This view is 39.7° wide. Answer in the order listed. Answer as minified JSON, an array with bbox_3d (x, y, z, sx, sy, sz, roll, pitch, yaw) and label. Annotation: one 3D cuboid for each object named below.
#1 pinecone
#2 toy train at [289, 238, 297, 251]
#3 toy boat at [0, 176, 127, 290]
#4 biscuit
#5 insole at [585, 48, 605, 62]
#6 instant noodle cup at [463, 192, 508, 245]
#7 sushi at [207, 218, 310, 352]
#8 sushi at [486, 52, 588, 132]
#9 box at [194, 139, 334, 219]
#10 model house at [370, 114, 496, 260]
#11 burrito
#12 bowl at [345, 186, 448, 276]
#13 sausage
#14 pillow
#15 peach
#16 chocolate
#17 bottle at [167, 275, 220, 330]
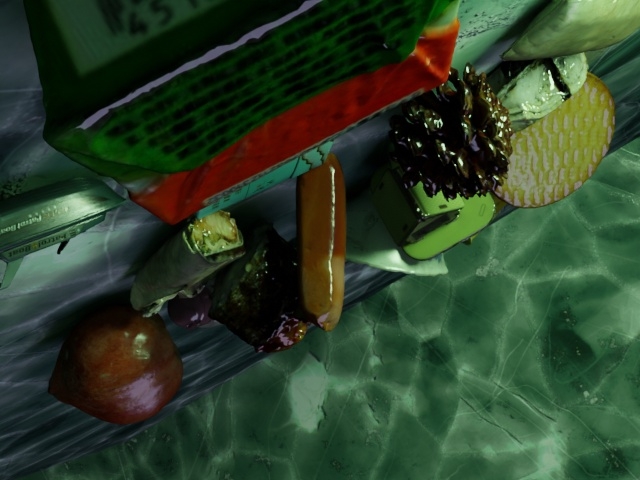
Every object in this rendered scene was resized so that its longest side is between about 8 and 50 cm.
[{"bbox_3d":[0.207,-0.161,1.421,0.221,0.221,0.221,-27,169,-6],"label":"pinecone"},{"bbox_3d":[-0.071,0.050,2.033,0.172,0.070,0.099,-34,157,22],"label":"toy train"},{"bbox_3d":[-0.333,-0.015,1.054,0.093,0.103,0.246,-5,-165,46],"label":"toy boat"},{"bbox_3d":[0.474,-0.208,1.840,0.318,0.040,0.318,-13,127,-17],"label":"biscuit"},{"bbox_3d":[0.504,-0.342,1.832,0.119,0.009,0.348,-20,166,-38],"label":"insole"},{"bbox_3d":[0.336,-0.110,2.002,0.153,0.205,0.205,-36,169,-2],"label":"instant noodle cup"},{"bbox_3d":[-0.090,0.082,1.617,0.196,0.182,0.343,-59,-168,8],"label":"sushi"},{"bbox_3d":[0.412,-0.277,1.640,0.273,0.109,0.134,-18,164,-43],"label":"sushi"},{"bbox_3d":[-0.086,-0.116,1.327,0.229,0.041,0.162,-25,168,-17],"label":"box"},{"bbox_3d":[0.186,-0.106,1.624,0.205,0.218,0.279,-31,164,8],"label":"model house"},{"bbox_3d":[-0.217,0.030,1.515,0.175,0.107,0.348,-40,179,-35],"label":"burrito"},{"bbox_3d":[0.133,-0.032,1.872,0.313,0.313,0.146,-3,108,-65],"label":"bowl"},{"bbox_3d":[0.000,0.000,1.457,0.083,0.300,0.089,0,171,6],"label":"sausage"},{"bbox_3d":[0.445,-0.363,1.438,0.302,0.075,0.185,-17,164,-35],"label":"pillow"},{"bbox_3d":[-0.401,0.241,1.704,0.257,0.232,0.232,-24,168,-14],"label":"peach"},{"bbox_3d":[-0.058,-0.182,0.812,0.360,0.161,0.341,-28,169,-1],"label":"chocolate"},{"bbox_3d":[-0.231,0.130,1.896,0.110,0.110,0.233,-35,166,29],"label":"bottle"}]
